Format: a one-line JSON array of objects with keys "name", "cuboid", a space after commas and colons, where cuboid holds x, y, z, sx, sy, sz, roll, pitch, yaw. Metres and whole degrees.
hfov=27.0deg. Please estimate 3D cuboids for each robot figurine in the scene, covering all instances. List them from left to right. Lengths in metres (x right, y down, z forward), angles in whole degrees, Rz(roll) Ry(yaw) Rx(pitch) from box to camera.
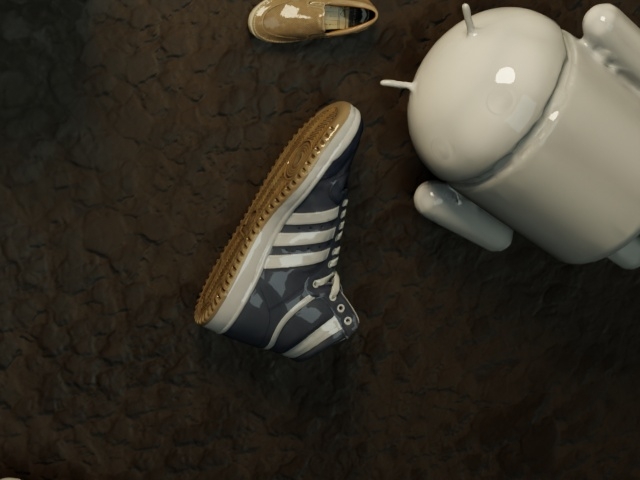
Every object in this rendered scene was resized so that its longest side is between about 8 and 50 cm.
[{"name": "robot figurine", "cuboid": [0.235, -0.109, 1.403, 0.353, 0.200, 0.300, 33, 112, -25]}]

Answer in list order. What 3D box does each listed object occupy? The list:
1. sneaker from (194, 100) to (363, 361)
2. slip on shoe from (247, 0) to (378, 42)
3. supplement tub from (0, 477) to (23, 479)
[{"name": "sneaker", "cuboid": [0.000, 0.000, 1.411, 0.153, 0.099, 0.282, 29, 102, -19]}, {"name": "slip on shoe", "cuboid": [-0.006, -0.229, 1.372, 0.135, 0.041, 0.051, -4, 107, -18]}, {"name": "supplement tub", "cuboid": [-0.292, 0.330, 1.389, 0.199, 0.144, 0.144, 20, 99, -23]}]
